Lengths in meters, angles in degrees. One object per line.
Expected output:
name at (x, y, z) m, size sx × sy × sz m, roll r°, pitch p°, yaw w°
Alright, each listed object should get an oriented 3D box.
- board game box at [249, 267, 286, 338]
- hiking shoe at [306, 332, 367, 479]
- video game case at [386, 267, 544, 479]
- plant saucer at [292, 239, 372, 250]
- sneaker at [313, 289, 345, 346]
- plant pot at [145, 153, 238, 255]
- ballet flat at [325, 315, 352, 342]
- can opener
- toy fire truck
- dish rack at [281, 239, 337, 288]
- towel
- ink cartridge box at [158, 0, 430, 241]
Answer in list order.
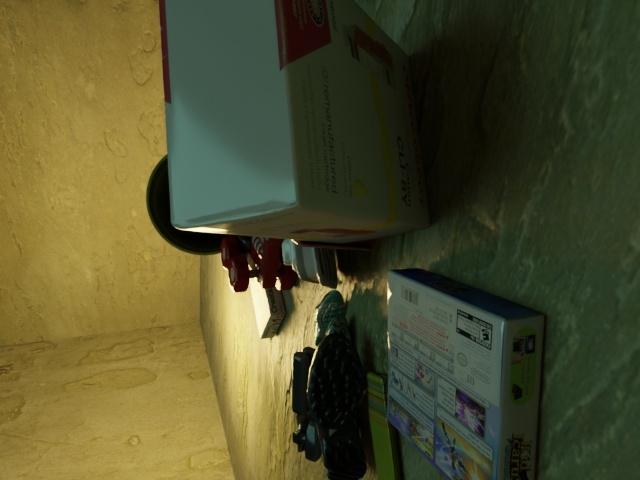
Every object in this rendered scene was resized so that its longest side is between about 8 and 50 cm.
board game box at (-0.183, 0.138, 1.693) m, size 0.193 × 0.053 × 0.306 m, roll 115°, pitch 145°, yaw -55°
hiking shoe at (0.025, 0.324, 1.059) m, size 0.132 × 0.113 × 0.305 m, roll -131°, pitch 38°, yaw -77°
video game case at (0.175, 0.182, 0.706) m, size 0.269 × 0.061 × 0.245 m, roll -156°, pitch 65°, yaw -68°
plant saucer at (0.001, -0.110, 0.882) m, size 0.047 × 0.259 × 0.259 m, roll -10°, pitch 83°, yaw 30°
sneaker at (0.009, 0.160, 1.164) m, size 0.076 × 0.064 × 0.167 m, roll -110°, pitch 26°, yaw -45°
plant pot at (-0.399, -0.138, 1.863) m, size 0.353 × 0.365 × 0.367 m, roll -175°, pitch 81°, yaw -81°
ballet flat at (0.041, 0.242, 1.110) m, size 0.070 × 0.070 × 0.189 m, roll -119°, pitch 29°, yaw -48°
can opener at (-0.025, 0.408, 1.322) m, size 0.093 × 0.074 × 0.281 m, roll 5°, pitch 103°, yaw 35°
toy fire truck at (-0.171, -0.008, 1.471) m, size 0.302 × 0.169 × 0.254 m, roll -128°, pitch 43°, yaw -56°
dish rack at (-0.030, -0.069, 1.036) m, size 0.285 × 0.072 × 0.333 m, roll 37°, pitch -134°, yaw -79°
towel at (0.118, 0.364, 0.970) m, size 0.102 × 0.021 × 0.238 m, roll 157°, pitch 106°, yaw -75°
ink cartridge box at (-0.004, -0.149, 0.669) m, size 0.160 × 0.384 × 0.280 m, roll -9°, pitch 84°, yaw 28°
